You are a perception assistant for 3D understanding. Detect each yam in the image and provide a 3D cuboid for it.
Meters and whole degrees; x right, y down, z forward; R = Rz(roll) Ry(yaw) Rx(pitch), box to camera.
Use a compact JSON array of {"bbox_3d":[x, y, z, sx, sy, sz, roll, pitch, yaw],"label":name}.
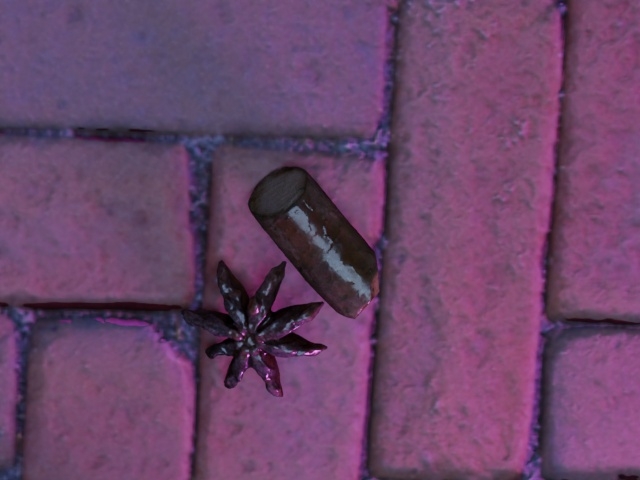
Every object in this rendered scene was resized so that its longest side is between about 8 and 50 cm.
[{"bbox_3d":[0.000,0.000,1.485,0.070,0.070,0.146,-41,102,2],"label":"yam"}]

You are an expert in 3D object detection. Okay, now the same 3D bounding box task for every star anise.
[{"bbox_3d":[-0.059,0.082,1.489,0.141,0.042,0.141,3,108,8],"label":"star anise"}]
